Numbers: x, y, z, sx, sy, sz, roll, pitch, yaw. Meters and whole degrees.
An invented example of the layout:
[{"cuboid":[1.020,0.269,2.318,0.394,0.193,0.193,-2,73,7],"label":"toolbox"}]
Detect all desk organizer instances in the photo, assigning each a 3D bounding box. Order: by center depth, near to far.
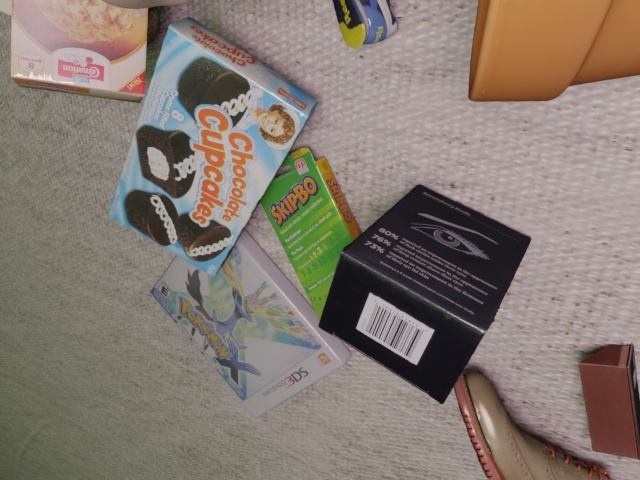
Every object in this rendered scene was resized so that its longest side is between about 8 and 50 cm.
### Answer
[{"cuboid":[0.340,0.186,0.578,0.050,0.047,0.130,-4,111,38],"label":"desk organizer"}]

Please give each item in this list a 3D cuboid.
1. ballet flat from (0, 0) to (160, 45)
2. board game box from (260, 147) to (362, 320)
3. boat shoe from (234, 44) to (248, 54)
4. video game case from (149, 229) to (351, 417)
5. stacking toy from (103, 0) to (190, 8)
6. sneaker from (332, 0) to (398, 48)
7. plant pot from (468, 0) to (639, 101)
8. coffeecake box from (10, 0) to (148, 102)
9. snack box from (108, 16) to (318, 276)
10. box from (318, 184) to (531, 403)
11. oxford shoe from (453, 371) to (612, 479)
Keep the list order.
[{"cuboid":[-0.444,-0.423,0.696,0.483,0.182,0.164,41,141,9],"label":"ballet flat"},{"cuboid":[0.000,0.000,0.718,0.124,0.039,0.259,-18,105,38],"label":"board game box"},{"cuboid":[-0.170,-0.192,0.721,0.079,0.084,0.233,31,132,-33],"label":"boat shoe"},{"cuboid":[-0.144,0.144,0.890,0.329,0.036,0.300,49,130,3],"label":"video game case"},{"cuboid":[-0.154,-0.449,0.323,0.351,0.350,0.479,-19,117,39],"label":"stacking toy"},{"cuboid":[0.043,-0.279,0.537,0.053,0.059,0.144,167,89,-70],"label":"sneaker"},{"cuboid":[0.218,-0.231,0.312,0.204,0.291,0.290,7,119,13],"label":"plant pot"},{"cuboid":[-0.284,-0.272,0.597,0.068,0.142,0.185,-166,78,-65],"label":"coffeecake box"},{"cuboid":[-0.160,-0.105,0.679,0.187,0.060,0.322,31,128,-7],"label":"snack box"},{"cuboid":[0.120,0.044,0.547,0.153,0.207,0.108,30,127,20],"label":"box"},{"cuboid":[0.298,0.305,0.648,0.130,0.123,0.348,-33,92,14],"label":"oxford shoe"}]
